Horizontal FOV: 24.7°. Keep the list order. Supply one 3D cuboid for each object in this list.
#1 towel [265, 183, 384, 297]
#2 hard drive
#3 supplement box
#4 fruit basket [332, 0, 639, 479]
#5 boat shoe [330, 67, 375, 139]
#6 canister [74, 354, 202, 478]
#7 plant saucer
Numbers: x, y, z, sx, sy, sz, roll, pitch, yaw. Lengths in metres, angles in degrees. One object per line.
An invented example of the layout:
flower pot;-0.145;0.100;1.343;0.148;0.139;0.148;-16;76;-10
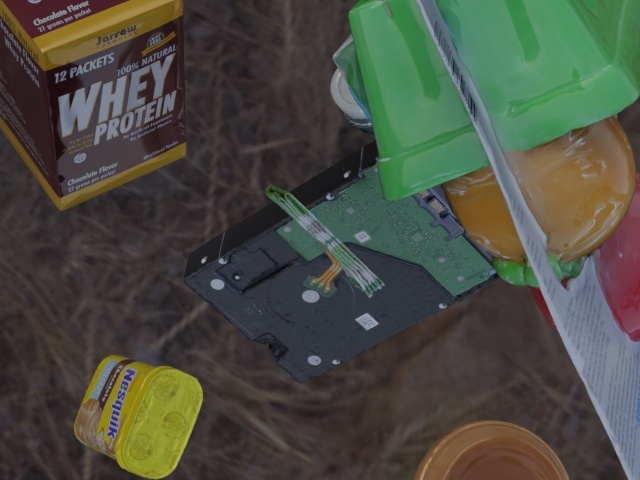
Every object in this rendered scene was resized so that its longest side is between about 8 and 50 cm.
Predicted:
towel;0.000;0.000;1.613;0.152;0.113;0.023;44;85;-12
hard drive;0.029;0.028;1.823;0.237;0.339;0.064;42;34;-27
supplement box;-0.217;-0.171;1.254;0.129;0.191;0.194;-26;148;-23
fruit basket;0.142;-0.029;0.908;0.327;0.166;0.353;-61;133;-63
boat shoe;0.164;-0.213;1.577;0.319;0.116;0.099;-31;142;4
canister;-0.217;0.202;1.712;0.073;0.170;0.126;26;80;-28
plant saucer;0.199;0.300;1.639;0.200;0.037;0.199;4;77;-18
